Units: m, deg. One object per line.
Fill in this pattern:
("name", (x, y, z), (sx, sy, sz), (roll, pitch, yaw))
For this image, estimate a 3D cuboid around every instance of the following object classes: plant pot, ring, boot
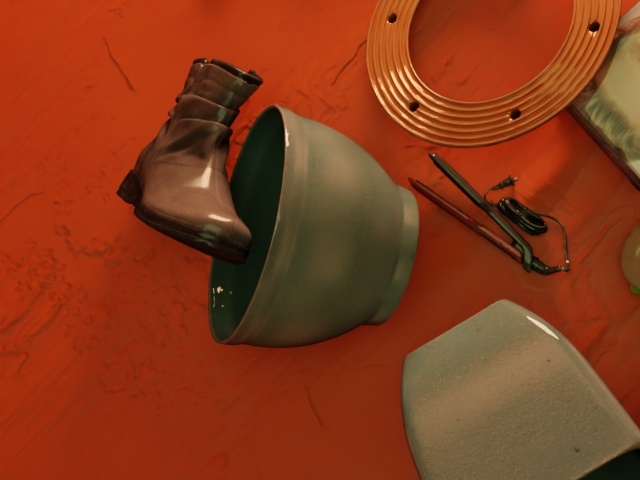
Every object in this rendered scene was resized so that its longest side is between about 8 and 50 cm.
("plant pot", (0.000, 0.000, 1.865), (0.196, 0.293, 0.293), (13, 86, -15))
("ring", (0.212, -0.263, 1.906), (0.336, 0.032, 0.337), (-12, 63, 24))
("plant pot", (0.228, 0.220, 1.814), (0.247, 0.247, 0.252), (-31, 62, 6))
("boot", (-0.137, -0.112, 1.870), (0.118, 0.338, 0.223), (27, 93, -31))

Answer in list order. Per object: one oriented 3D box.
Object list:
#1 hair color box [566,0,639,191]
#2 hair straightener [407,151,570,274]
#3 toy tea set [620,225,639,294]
("hair color box", (0.466, -0.239, 1.877), (0.347, 0.105, 0.174), (-41, 79, 4))
("hair straightener", (0.224, -0.040, 1.928), (0.230, 0.047, 0.089), (37, 92, 11))
("toy tea set", (0.526, -0.030, 1.848), (0.336, 0.124, 0.200), (-54, 51, 13))
